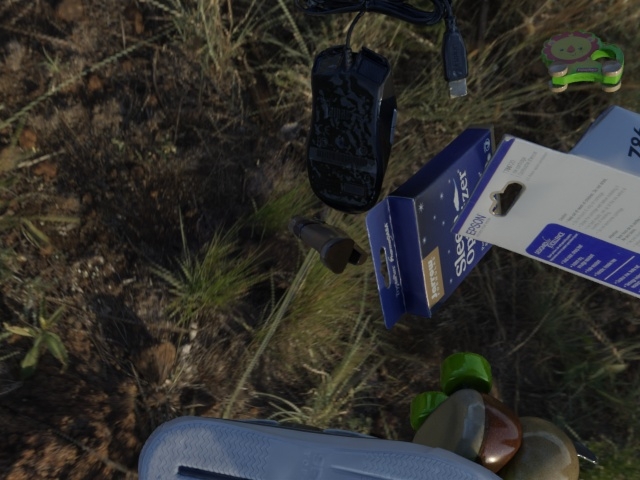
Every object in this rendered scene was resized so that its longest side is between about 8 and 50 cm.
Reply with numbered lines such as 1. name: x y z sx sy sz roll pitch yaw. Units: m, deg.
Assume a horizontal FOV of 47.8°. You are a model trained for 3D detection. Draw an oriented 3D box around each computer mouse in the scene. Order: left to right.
1. computer mouse: 0.070 -0.149 0.762 0.184 0.262 0.060 10 29 27

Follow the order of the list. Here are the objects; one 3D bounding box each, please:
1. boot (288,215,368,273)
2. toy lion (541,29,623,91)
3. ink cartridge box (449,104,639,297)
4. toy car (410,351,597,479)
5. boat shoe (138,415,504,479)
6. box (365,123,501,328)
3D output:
1. boot: 0.000 0.000 0.809 0.087 0.118 0.042 31 97 24
2. toy lion: 0.328 -0.230 0.907 0.100 0.034 0.096 6 54 24
3. ink cartridge box: 0.284 -0.008 0.571 0.333 0.165 0.065 20 66 3
4. toy car: 0.192 0.224 0.713 0.188 0.149 0.155 17 44 -8
5. boat shoe: 0.023 0.204 0.601 0.335 0.119 0.121 18 88 1
6. box: 0.128 -0.017 0.752 0.225 0.036 0.136 -39 127 -41
